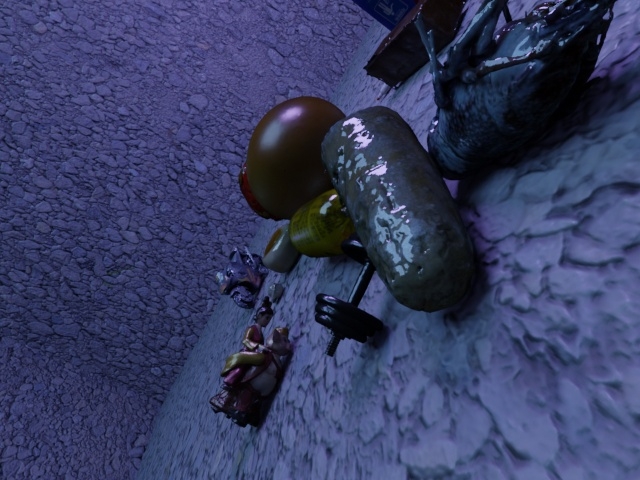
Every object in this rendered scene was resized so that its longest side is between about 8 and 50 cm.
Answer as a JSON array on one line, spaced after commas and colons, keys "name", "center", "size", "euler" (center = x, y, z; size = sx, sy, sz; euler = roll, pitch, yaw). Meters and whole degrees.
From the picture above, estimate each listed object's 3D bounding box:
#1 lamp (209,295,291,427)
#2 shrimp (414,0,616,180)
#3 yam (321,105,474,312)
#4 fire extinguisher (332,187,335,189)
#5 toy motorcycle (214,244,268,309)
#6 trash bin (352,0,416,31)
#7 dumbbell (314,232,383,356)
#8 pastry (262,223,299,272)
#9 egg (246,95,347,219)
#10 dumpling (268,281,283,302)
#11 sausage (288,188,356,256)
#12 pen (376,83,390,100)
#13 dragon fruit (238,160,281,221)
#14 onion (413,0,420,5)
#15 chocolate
[{"name": "lamp", "center": [-0.124, 0.244, 0.999], "size": [0.253, 0.118, 0.118], "euler": [-63, 11, -20]}, {"name": "shrimp", "center": [0.175, -0.177, 0.500], "size": [0.372, 0.172, 0.137], "euler": [109, 178, -65]}, {"name": "yam", "center": [0.086, -0.049, 0.594], "size": [0.133, 0.133, 0.330], "euler": [-55, 32, 31]}, {"name": "fire extinguisher", "center": [0.061, -0.122, 1.164], "size": [0.177, 0.062, 0.050], "euler": [139, 127, -60]}, {"name": "toy motorcycle", "center": [-0.297, 0.130, 1.834], "size": [0.108, 0.173, 0.307], "euler": [-57, 14, 30]}, {"name": "trash bin", "center": [0.211, -0.682, 1.364], "size": [0.162, 0.235, 0.184], "euler": [-48, 19, 52]}, {"name": "dumbbell", "center": [0.055, 0.059, 0.663], "size": [0.208, 0.099, 0.099], "euler": [-64, 12, -11]}, {"name": "pastry", "center": [-0.108, 0.023, 1.473], "size": [0.156, 0.092, 0.156], "euler": [-58, 15, 25]}, {"name": "egg", "center": [-0.053, -0.209, 1.299], "size": [0.282, 0.283, 0.351], "euler": [-74, 6, -45]}, {"name": "dumpling", "center": [-0.130, 0.149, 1.402], "size": [0.077, 0.043, 0.059], "euler": [164, 111, -70]}, {"name": "sausage", "center": [0.015, -0.028, 0.978], "size": [0.123, 0.123, 0.347], "euler": [-64, 11, -10]}, {"name": "pen", "center": [0.219, -0.480, 1.386], "size": [0.218, 0.026, 0.026], "euler": [-52, 15, 41]}, {"name": "dragon fruit", "center": [-0.148, -0.208, 1.751], "size": [0.277, 0.278, 0.342], "euler": [-54, 10, 34]}, {"name": "onion", "center": [0.273, -0.610, 1.185], "size": [0.173, 0.135, 0.198], "euler": [-65, 10, -29]}, {"name": "chocolate", "center": [0.218, -0.487, 1.195], "size": [0.111, 0.112, 0.321], "euler": [-64, 12, -10]}]
